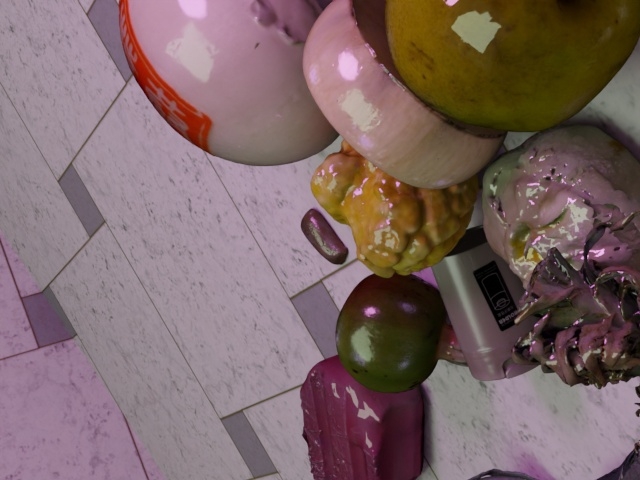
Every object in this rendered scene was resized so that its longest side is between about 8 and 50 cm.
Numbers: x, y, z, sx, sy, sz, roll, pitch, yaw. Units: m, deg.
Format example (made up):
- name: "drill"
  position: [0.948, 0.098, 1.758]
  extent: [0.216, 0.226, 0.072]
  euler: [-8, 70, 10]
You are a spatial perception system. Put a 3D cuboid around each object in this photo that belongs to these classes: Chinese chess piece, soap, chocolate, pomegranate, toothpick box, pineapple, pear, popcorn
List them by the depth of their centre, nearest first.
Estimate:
- name: "pear"
  position: [0.187, -0.235, 1.372]
  extent: [0.253, 0.252, 0.307]
  euler: [69, 166, -17]
- name: "pineapple"
  position: [0.326, 0.112, 1.385]
  extent: [0.271, 0.262, 0.262]
  euler: [32, 148, 8]
- name: "Chinese chess piece"
  position: [0.101, -0.178, 1.561]
  extent: [0.104, 0.257, 0.257]
  euler: [-46, 73, 31]
- name: "popcorn"
  position: [0.090, -0.068, 1.704]
  extent: [0.200, 0.203, 0.226]
  euler: [-168, 94, -82]
- name: "toothpick box"
  position: [0.218, 0.081, 1.778]
  extent: [0.111, 0.111, 0.181]
  euler: [0, 115, 60]
- name: "pomegranate"
  position: [0.126, 0.137, 1.955]
  extent: [0.209, 0.180, 0.180]
  euler: [15, 136, 16]
- name: "chocolate"
  position: [0.000, 0.000, 2.171]
  extent: [0.101, 0.031, 0.064]
  euler: [53, 157, 11]
- name: "soap"
  position: [0.067, 0.308, 2.252]
  extent: [0.220, 0.127, 0.325]
  euler: [35, 143, 40]

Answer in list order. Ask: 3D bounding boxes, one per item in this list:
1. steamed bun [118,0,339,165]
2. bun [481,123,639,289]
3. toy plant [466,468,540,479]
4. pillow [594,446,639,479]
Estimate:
- name: "steamed bun"
  position: [-0.126, -0.252, 1.808]
  extent: [0.374, 0.241, 0.374]
  euler: [51, 179, 1]
- name: "bun"
  position: [0.282, -0.010, 1.535]
  extent: [0.239, 0.141, 0.239]
  euler: [37, 145, 32]
- name: "toy plant"
  position: [0.262, 0.508, 2.036]
  extent: [0.247, 0.247, 0.332]
  euler: [49, 158, 22]
- name: "pillow"
  position: [0.416, 0.331, 1.698]
  extent: [0.161, 0.092, 0.335]
  euler: [57, 155, 20]
